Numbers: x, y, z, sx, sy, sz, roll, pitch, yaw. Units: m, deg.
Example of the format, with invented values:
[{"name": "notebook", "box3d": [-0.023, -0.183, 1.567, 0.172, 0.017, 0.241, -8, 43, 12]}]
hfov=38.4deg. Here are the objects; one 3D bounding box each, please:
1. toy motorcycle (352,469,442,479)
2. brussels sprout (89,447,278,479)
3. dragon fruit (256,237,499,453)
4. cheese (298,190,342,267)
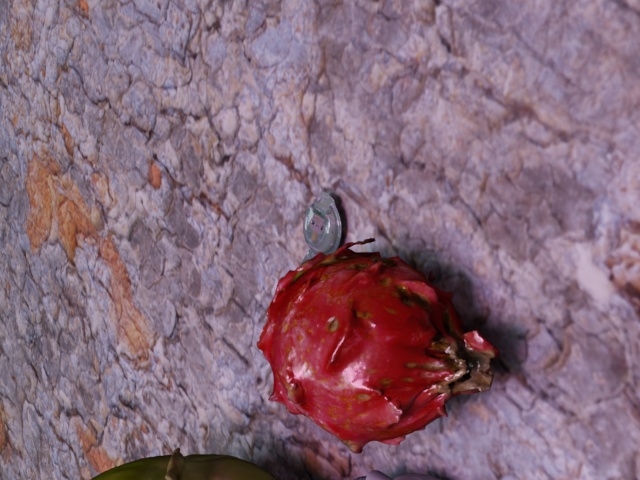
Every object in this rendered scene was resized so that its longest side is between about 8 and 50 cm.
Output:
[{"name": "toy motorcycle", "box3d": [0.127, 0.345, 0.958, 0.171, 0.110, 0.260, -44, 67, 31]}, {"name": "brussels sprout", "box3d": [-0.133, 0.433, 1.105, 0.425, 0.343, 0.361, 56, -176, -23]}, {"name": "dragon fruit", "box3d": [0.054, 0.113, 0.936, 0.268, 0.210, 0.205, 10, 120, 43]}, {"name": "cheese", "box3d": [0.000, 0.000, 1.107, 0.067, 0.026, 0.120, 31, 119, 44]}]
